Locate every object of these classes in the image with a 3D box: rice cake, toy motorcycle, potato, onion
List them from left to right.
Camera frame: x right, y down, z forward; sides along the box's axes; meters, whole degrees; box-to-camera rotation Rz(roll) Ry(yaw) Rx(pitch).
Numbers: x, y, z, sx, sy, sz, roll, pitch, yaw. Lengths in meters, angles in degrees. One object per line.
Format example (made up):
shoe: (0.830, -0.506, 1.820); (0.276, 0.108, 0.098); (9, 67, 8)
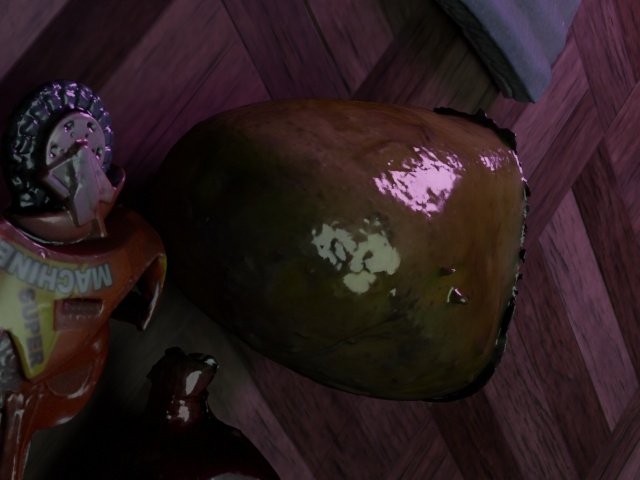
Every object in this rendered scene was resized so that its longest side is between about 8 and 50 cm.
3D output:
toy motorcycle: (-0.182, 0.057, 1.020); (0.298, 0.089, 0.171); (-62, 145, -15)
onion: (-0.105, 0.166, 1.160); (0.173, 0.135, 0.198); (-7, 95, -50)
potato: (0.000, 0.000, 1.146); (0.266, 0.229, 0.229); (6, 99, -52)
rice cake: (0.145, -0.214, 1.400); (0.237, 0.043, 0.127); (39, 71, -54)
